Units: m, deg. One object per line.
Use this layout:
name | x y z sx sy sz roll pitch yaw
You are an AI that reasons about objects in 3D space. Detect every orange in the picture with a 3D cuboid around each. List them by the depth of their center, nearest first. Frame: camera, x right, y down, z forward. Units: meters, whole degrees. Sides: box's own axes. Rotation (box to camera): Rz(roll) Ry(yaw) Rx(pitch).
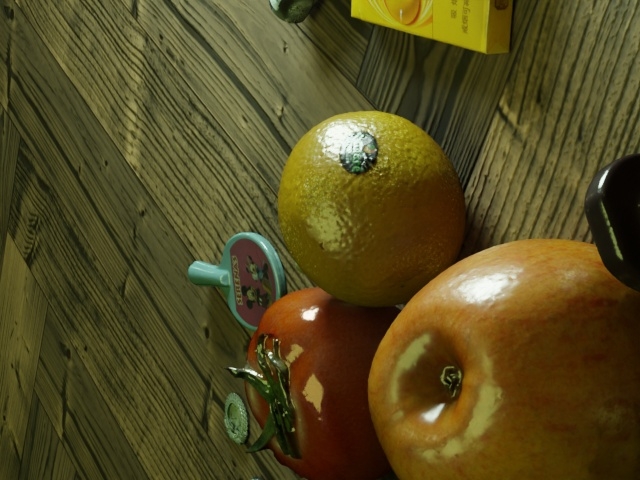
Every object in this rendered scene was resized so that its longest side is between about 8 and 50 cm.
orange | 0.059 -0.036 1.567 0.236 0.236 0.236 19 113 55

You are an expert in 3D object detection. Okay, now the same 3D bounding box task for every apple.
apple | 0.201 0.143 1.343 0.299 0.275 0.299 4 94 57

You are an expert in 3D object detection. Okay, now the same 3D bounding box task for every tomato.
tomato | 0.020 0.179 1.673 0.256 0.224 0.256 28 125 51

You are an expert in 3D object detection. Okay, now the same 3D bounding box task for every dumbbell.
dumbbell | 0.351 -0.044 1.193 0.225 0.124 0.140 -36 68 54

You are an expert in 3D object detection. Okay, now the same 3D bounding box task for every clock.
clock | -0.135 0.283 2.141 0.074 0.010 0.083 24 117 54

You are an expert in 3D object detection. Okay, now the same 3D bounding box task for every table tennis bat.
table tennis bat | -0.127 0.060 2.058 0.244 0.040 0.153 7 104 52

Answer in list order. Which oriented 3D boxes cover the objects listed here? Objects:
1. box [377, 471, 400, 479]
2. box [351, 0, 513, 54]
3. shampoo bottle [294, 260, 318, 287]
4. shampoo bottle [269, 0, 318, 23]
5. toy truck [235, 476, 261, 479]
box | 0.073 0.307 1.772 0.098 0.062 0.045 55 135 39
box | 0.125 -0.314 1.561 0.269 0.043 0.152 26 119 52
shampoo bottle | 0.000 0.000 1.797 0.079 0.079 0.162 -9 89 58
shampoo bottle | -0.004 -0.366 1.734 0.057 0.063 0.207 59 142 17
toy truck | -0.146 0.433 2.134 0.202 0.074 0.088 -26 80 57
